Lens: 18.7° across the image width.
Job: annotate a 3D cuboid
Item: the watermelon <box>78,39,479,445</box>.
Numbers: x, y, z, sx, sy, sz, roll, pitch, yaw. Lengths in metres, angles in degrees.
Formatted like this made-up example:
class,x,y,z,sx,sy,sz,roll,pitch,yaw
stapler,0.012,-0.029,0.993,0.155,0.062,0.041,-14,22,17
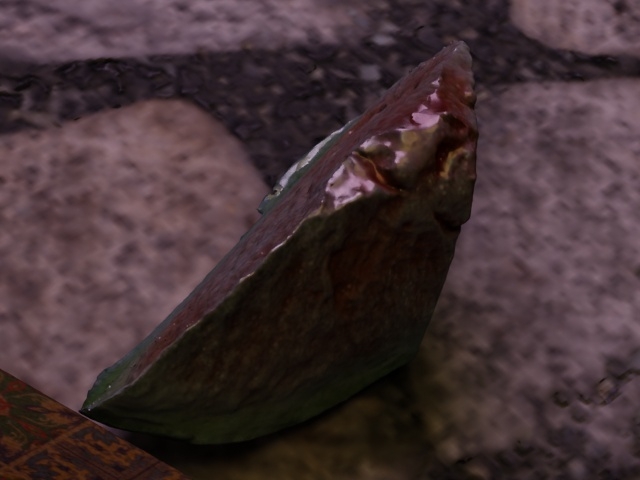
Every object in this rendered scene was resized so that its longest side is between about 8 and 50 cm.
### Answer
class,x,y,z,sx,sy,sz,roll,pitch,yaw
watermelon,-0.002,0.007,0.632,0.081,0.094,0.180,33,67,14

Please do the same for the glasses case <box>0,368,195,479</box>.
class,x,y,z,sx,sy,sz,roll,pitch,yaw
glasses case,-0.139,0.056,0.574,0.218,0.049,0.075,28,20,15
